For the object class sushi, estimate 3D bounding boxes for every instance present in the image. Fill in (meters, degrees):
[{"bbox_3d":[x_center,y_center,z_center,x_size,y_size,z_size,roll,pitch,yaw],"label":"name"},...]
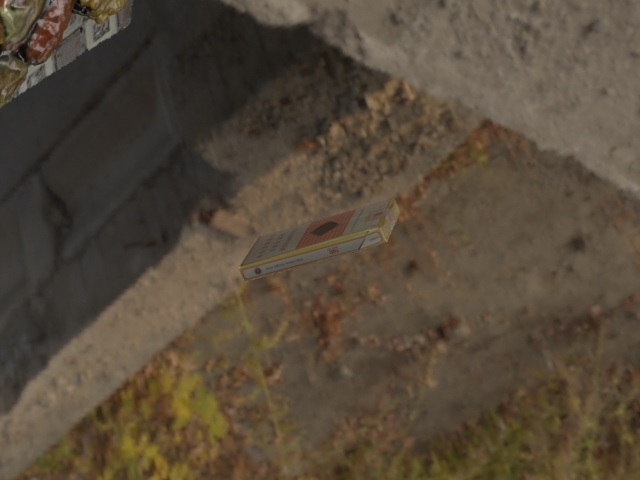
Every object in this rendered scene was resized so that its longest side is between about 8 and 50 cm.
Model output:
[{"bbox_3d":[-0.162,-0.145,0.808,0.201,0.031,0.139,-44,156,-40],"label":"sushi"}]

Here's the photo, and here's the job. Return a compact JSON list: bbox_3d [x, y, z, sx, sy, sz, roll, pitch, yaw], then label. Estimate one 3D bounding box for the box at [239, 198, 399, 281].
[{"bbox_3d":[0.000,0.000,0.709,0.083,0.046,0.012,-15,107,18],"label":"box"}]
